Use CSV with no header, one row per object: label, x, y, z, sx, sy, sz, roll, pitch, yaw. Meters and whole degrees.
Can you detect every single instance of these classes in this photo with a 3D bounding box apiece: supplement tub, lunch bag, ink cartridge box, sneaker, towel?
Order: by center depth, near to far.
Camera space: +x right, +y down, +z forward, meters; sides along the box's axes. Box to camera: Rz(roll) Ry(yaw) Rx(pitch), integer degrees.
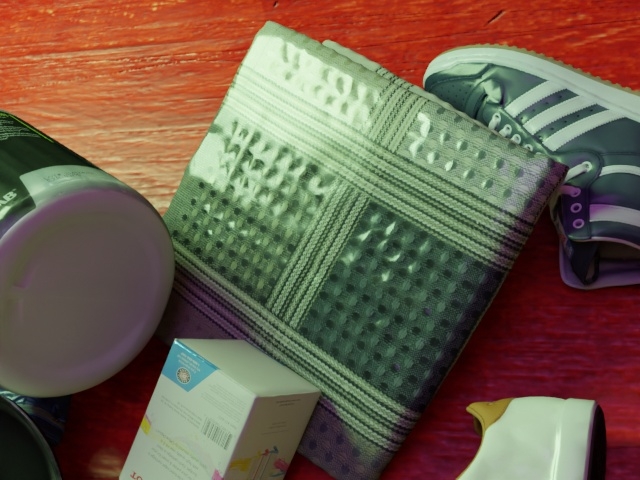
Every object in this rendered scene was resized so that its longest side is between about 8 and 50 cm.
sneaker,0.119,0.242,0.645,0.123,0.106,0.290,2,52,24
ink cartridge box,-0.082,0.161,0.740,0.092,0.090,0.143,29,101,31
sneaker,0.187,-0.060,0.786,0.282,0.099,0.153,23,70,26
towel,0.000,0.000,0.806,0.324,0.056,0.312,34,98,30
lunch bag,-0.272,0.153,0.846,0.098,0.067,0.065,1,63,18
supplement tub,-0.289,-0.009,0.851,0.316,0.193,0.194,30,74,43

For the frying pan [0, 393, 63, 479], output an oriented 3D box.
frying pan,-0.234,0.209,0.774,0.326,0.053,0.197,2,98,15
